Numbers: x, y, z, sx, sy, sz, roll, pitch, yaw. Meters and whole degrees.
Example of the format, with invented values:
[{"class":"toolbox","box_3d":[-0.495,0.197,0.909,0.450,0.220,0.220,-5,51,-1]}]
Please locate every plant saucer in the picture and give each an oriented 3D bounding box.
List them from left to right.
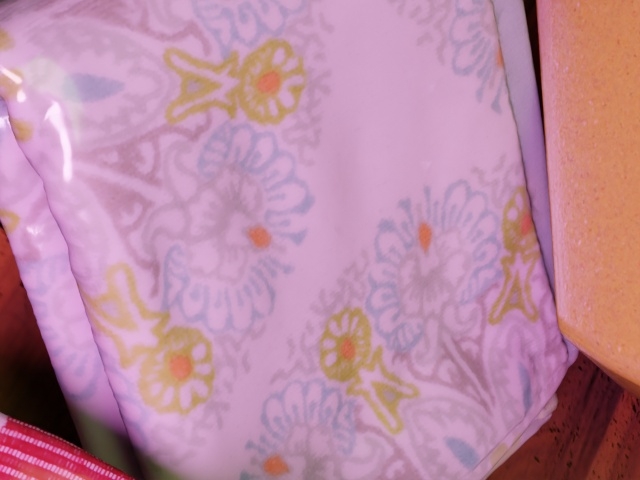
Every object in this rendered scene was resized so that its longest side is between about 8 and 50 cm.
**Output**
[{"class":"plant saucer","box_3d":[0.192,-0.047,1.067,0.333,0.081,0.333,32,54,-70]}]

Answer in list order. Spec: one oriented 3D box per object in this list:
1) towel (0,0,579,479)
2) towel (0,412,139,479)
[{"class":"towel","box_3d":[0.000,0.000,0.918,0.320,0.090,0.375,-36,121,-38]},{"class":"towel","box_3d":[-0.074,0.233,0.729,0.329,0.037,0.237,31,66,-6]}]
